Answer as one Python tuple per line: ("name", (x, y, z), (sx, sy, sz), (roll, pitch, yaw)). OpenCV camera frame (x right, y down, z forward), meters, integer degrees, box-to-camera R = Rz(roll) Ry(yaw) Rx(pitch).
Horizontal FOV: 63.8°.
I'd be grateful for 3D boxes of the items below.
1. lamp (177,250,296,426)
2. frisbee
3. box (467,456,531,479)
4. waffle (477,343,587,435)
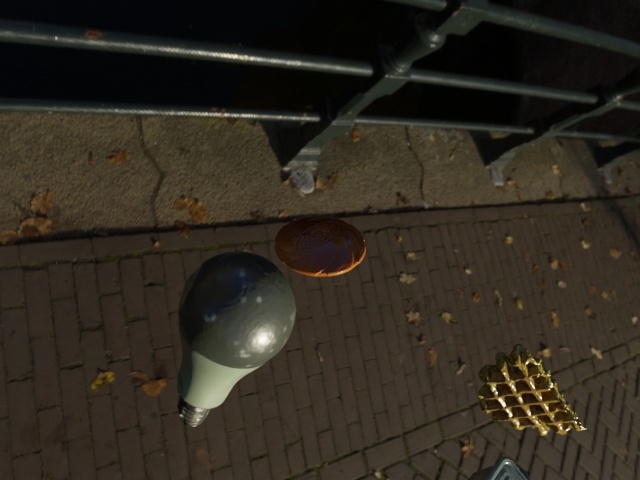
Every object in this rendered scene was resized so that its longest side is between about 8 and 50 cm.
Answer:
("lamp", (-0.163, 0.152, 0.832), (0.181, 0.314, 0.182), (25, 36, -20))
("frisbee", (0.000, 0.000, 1.067), (0.191, 0.035, 0.192), (3, 40, -2))
("box", (0.423, 0.681, 1.287), (0.243, 0.135, 0.163), (-33, 79, -38))
("waffle", (0.334, 0.240, 0.800), (0.191, 0.161, 0.046), (23, 39, -3))
